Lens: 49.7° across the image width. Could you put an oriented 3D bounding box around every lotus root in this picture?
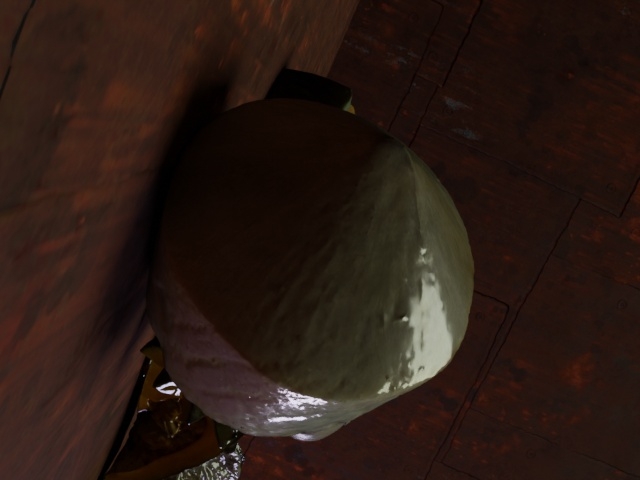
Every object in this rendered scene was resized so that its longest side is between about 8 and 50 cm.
[{"bbox_3d":[-0.030,-0.180,1.063,0.235,0.119,0.138,-68,-177,-48],"label":"lotus root"}]

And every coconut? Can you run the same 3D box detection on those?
[{"bbox_3d":[-0.006,0.013,0.618,0.329,0.329,0.329,-156,-90,-87],"label":"coconut"}]

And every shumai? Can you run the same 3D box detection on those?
[{"bbox_3d":[-0.348,0.526,1.617,0.283,0.217,0.346,-32,153,-28],"label":"shumai"}]

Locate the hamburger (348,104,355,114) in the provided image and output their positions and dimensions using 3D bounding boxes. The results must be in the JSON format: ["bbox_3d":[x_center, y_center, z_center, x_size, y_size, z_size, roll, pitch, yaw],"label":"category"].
[{"bbox_3d":[-0.030,-0.221,1.794,0.330,0.162,0.209,130,-18,-63],"label":"hamburger"}]

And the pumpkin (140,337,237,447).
[{"bbox_3d":[-0.102,0.083,0.792,0.149,0.130,0.254,-40,-156,23],"label":"pumpkin"}]

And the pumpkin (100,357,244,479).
[{"bbox_3d":[-0.224,0.228,0.995,0.280,0.190,0.139,-22,-167,9],"label":"pumpkin"}]

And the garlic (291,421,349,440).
[{"bbox_3d":[-0.013,0.196,1.059,0.228,0.152,0.228,179,-90,-66],"label":"garlic"}]
